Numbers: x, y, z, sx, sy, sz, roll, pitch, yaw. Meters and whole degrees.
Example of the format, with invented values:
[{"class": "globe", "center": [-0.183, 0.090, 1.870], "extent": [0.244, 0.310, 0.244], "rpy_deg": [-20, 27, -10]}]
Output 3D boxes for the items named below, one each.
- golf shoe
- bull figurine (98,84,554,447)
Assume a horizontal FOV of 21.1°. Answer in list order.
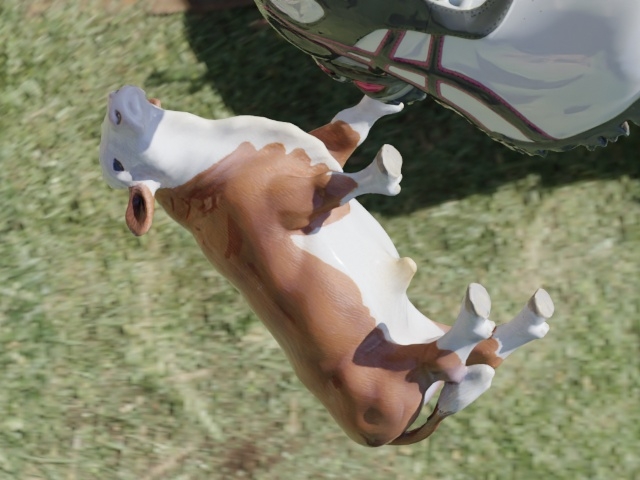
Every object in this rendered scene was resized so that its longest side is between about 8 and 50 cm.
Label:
[{"class": "golf shoe", "center": [0.058, -0.111, 0.805], "extent": [0.120, 0.273, 0.105], "rpy_deg": [26, 81, -40]}, {"class": "bull figurine", "center": [0.000, 0.000, 1.079], "extent": [0.310, 0.188, 0.101], "rpy_deg": [52, 37, -20]}]
